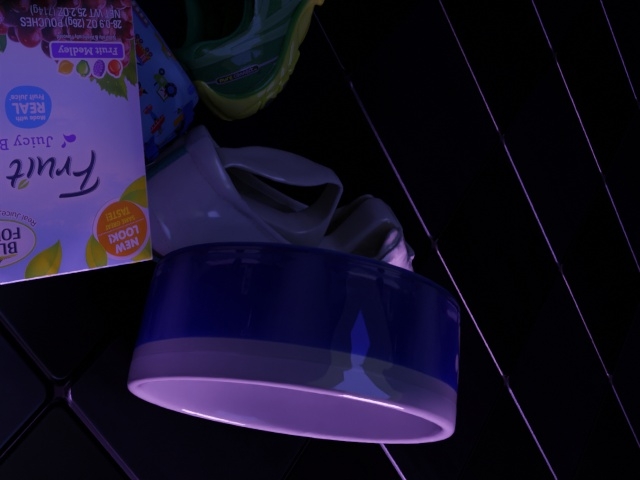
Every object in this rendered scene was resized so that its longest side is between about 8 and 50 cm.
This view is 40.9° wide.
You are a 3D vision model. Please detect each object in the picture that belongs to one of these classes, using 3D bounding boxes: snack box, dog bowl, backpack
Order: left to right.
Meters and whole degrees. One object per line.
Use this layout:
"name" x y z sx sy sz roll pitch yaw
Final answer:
"snack box" -0.212 -0.060 0.516 0.207 0.070 0.174 -9 100 -38
"backpack" -0.200 -0.096 0.641 0.173 0.117 0.158 -50 120 -36
"dog bowl" -0.018 0.093 0.709 0.265 0.265 0.104 28 62 -43

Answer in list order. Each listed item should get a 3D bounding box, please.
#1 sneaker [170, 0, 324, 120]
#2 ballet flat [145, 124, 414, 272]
"sneaker" -0.060 -0.262 0.823 0.123 0.109 0.295 38 59 -44
"ballet flat" 0.000 0.000 0.820 0.400 0.139 0.139 22 69 -43
